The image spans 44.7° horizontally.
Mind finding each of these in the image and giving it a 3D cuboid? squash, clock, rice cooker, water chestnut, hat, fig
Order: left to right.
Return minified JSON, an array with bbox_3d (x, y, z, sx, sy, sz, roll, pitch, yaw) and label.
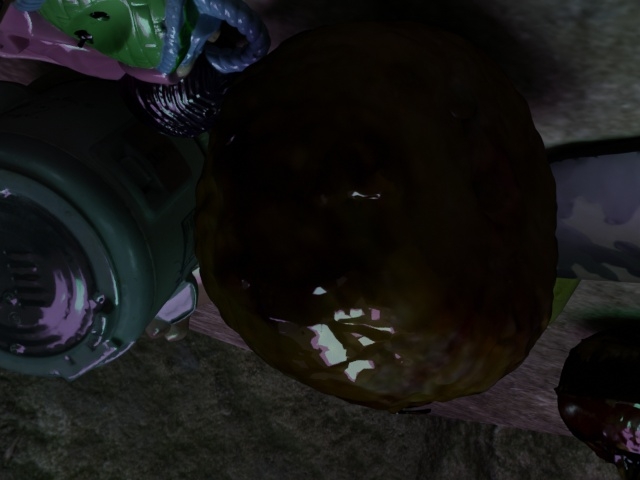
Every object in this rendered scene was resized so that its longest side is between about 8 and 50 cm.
[{"bbox_3d":[-0.240,-0.026,0.782,0.264,0.317,0.316,-37,136,26],"label":"rice cooker"},{"bbox_3d":[-0.139,-0.160,0.600,0.195,0.100,0.194,24,160,-32],"label":"clock"},{"bbox_3d":[0.000,0.000,0.620,0.286,0.286,0.368,24,155,-28],"label":"fig"},{"bbox_3d":[0.286,0.064,1.018,0.090,0.075,0.200,-2,142,-5],"label":"squash"},{"bbox_3d":[0.500,0.272,1.161,0.299,0.300,0.300,14,164,4],"label":"water chestnut"},{"bbox_3d":[0.358,0.046,0.684,0.381,0.257,0.366,-21,143,33],"label":"hat"}]

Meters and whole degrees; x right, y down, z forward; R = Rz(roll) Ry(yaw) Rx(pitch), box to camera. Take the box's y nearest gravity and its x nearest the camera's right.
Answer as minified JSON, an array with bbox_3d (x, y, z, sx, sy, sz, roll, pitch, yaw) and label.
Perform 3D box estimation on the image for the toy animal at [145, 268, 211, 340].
[{"bbox_3d":[-0.222,-0.004,1.017,0.326,0.269,0.237,-20,160,3],"label":"toy animal"}]
